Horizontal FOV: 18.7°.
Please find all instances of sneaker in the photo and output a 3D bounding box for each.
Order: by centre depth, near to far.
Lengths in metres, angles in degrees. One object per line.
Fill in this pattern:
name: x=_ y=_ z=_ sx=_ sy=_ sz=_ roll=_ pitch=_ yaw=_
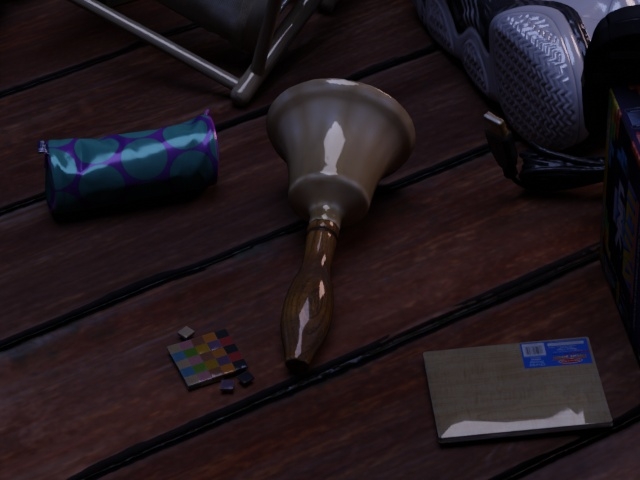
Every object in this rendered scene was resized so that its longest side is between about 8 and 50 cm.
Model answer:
sneaker: x=0.218 y=-0.231 z=1.774 sx=0.210 sy=0.137 sz=0.366 roll=-16 pitch=45 yaw=-16

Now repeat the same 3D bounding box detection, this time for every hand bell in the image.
hand bell: x=0.000 y=0.000 z=1.548 sx=0.126 sy=0.126 sz=0.242 roll=3 pitch=51 yaw=9

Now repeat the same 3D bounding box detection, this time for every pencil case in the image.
pencil case: x=-0.161 y=-0.067 z=1.657 sx=0.151 sy=0.064 sz=0.070 roll=-9 pitch=55 yaw=-7

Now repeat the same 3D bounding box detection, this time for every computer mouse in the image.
computer mouse: x=0.217 y=-0.119 z=1.540 sx=0.184 sy=0.262 sz=0.060 roll=-2 pitch=63 yaw=12

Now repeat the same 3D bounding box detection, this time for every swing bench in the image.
swing bench: x=-0.102 y=-0.301 z=1.816 sx=0.253 sy=0.165 sz=0.255 roll=30 pitch=46 yaw=10

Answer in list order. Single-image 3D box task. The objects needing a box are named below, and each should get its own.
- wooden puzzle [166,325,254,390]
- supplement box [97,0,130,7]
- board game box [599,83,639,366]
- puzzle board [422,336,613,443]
wooden puzzle: x=-0.087 y=0.092 z=1.499 sx=0.049 sy=0.006 sz=0.083 roll=-17 pitch=41 yaw=-15
supplement box: x=-0.200 y=-0.281 z=1.932 sx=0.083 sy=0.056 sz=0.083 roll=-19 pitch=41 yaw=-19
board game box: x=0.249 y=-0.009 z=1.461 sx=0.048 sy=0.170 sz=0.141 roll=-6 pitch=38 yaw=-3
puzzle board: x=0.145 y=0.112 z=1.449 sx=0.128 sy=0.011 sz=0.096 roll=-5 pitch=38 yaw=-2
